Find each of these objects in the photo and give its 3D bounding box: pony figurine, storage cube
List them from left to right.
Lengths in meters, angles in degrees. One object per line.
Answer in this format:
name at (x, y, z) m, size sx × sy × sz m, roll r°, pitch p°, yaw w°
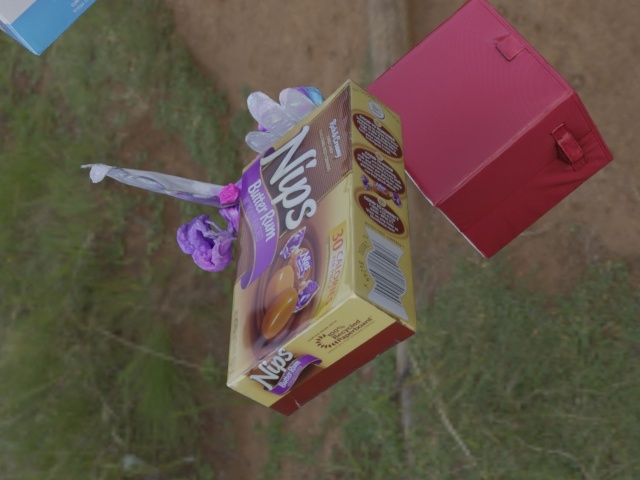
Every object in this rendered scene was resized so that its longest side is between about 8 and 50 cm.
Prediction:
pony figurine at (-0.059, -0.024, 1.252) m, size 0.303 × 0.351 × 0.363 m, roll -11°, pitch 84°, yaw 25°
storage cube at (0.189, -0.127, 1.239) m, size 0.193 × 0.184 × 0.215 m, roll -40°, pitch 57°, yaw 9°

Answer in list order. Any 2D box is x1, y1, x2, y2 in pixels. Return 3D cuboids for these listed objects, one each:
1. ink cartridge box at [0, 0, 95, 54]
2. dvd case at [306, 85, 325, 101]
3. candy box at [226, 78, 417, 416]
ink cartridge box at (-0.202, -0.203, 0.652) m, size 0.090 × 0.143 × 0.092 m, roll -45°, pitch 43°, yaw -8°
dvd case at (-0.018, -0.064, 1.480) m, size 0.180 × 0.022 × 0.253 m, roll -113°, pitch 32°, yaw -59°
candy box at (0.000, 0.000, 0.651) m, size 0.109 × 0.053 × 0.186 m, roll -37°, pitch 36°, yaw 32°
